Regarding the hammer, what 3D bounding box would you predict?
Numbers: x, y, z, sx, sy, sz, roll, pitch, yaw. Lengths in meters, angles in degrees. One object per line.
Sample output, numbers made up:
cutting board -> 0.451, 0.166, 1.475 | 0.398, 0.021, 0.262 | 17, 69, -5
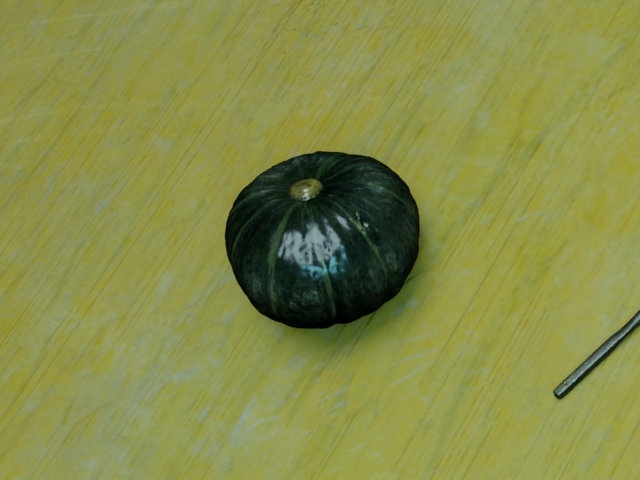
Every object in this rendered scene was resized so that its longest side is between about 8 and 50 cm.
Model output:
hammer -> 0.331, 0.050, 1.204 | 0.292, 0.029, 0.058 | -42, 51, -3

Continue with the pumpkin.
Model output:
pumpkin -> 0.001, -0.001, 1.306 | 0.211, 0.152, 0.212 | -13, 31, 8
